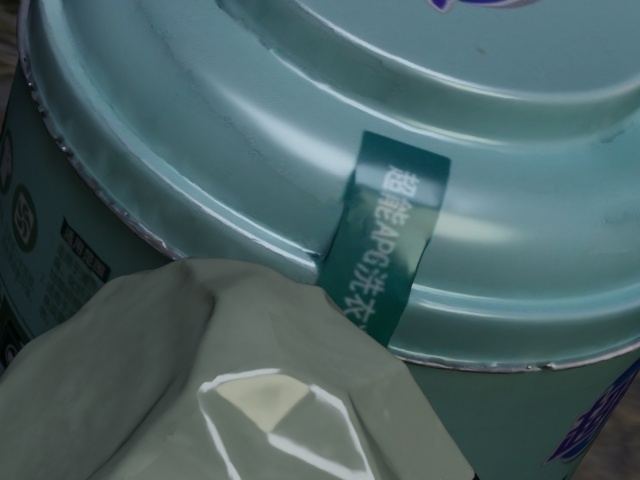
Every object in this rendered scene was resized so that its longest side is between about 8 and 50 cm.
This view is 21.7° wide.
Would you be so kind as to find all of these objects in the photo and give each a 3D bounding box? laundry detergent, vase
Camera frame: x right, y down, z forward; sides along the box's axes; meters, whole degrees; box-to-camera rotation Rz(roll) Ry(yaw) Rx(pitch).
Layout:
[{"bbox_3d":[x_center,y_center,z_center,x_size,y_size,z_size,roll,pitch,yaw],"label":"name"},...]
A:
[{"bbox_3d":[0.000,0.000,0.696,0.287,0.305,0.287,13,41,-12],"label":"laundry detergent"},{"bbox_3d":[0.035,0.170,0.530,0.360,0.165,0.165,49,32,-24],"label":"vase"}]
